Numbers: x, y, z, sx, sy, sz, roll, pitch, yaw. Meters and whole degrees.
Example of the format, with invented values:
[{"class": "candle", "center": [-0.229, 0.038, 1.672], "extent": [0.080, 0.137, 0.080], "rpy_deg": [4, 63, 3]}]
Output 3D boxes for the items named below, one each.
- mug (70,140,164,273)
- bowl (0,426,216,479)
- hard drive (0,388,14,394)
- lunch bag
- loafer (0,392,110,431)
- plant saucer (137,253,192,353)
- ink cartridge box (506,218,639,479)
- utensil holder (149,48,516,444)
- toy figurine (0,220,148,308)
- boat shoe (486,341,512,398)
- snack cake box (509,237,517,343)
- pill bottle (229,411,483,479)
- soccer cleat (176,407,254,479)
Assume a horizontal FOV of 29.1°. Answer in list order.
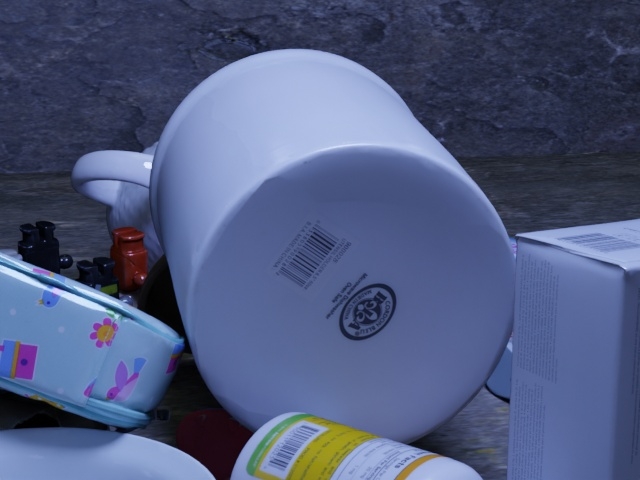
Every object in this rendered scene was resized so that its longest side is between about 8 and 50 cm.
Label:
[{"class": "mug", "center": [-0.201, -0.055, 1.872], "extent": [0.328, 0.276, 0.374], "rpy_deg": [0, -16, 45]}, {"class": "bowl", "center": [-0.221, 0.253, 0.911], "extent": [0.298, 0.134, 0.298], "rpy_deg": [0, 12, 0]}, {"class": "hard drive", "center": [-0.357, 0.167, 1.270], "extent": [0.255, 0.054, 0.172], "rpy_deg": [-10, -28, -28]}, {"class": "lunch bag", "center": [-0.257, 0.087, 1.116], "extent": [0.279, 0.108, 0.224], "rpy_deg": [22, -10, -4]}, {"class": "loafer", "center": [-0.276, 0.197, 1.171], "extent": [0.092, 0.102, 0.268], "rpy_deg": [26, 1, 24]}, {"class": "plant saucer", "center": [-0.097, 0.052, 1.562], "extent": [0.278, 0.278, 0.041], "rpy_deg": [-5, 52, -21]}, {"class": "ink cartridge box", "center": [0.297, 0.142, 1.012], "extent": [0.272, 0.309, 0.130], "rpy_deg": [-6, 14, -29]}, {"class": "utensil holder", "center": [0.000, 0.000, 1.260], "extent": [0.328, 0.327, 0.385], "rpy_deg": [-2, 20, -11]}, {"class": "toy figurine", "center": [-0.350, 0.072, 1.716], "extent": [0.213, 0.148, 0.209], "rpy_deg": [4, 19, 6]}, {"class": "boat shoe", "center": [0.268, 0.168, 1.478], "extent": [0.083, 0.065, 0.183], "rpy_deg": [8, 8, -25]}, {"class": "snack cake box", "center": [0.227, 0.073, 1.671], "extent": [0.089, 0.152, 0.264], "rpy_deg": [-5, 13, -32]}, {"class": "pill bottle", "center": [0.054, 0.232, 0.999], "extent": [0.246, 0.136, 0.136], "rpy_deg": [11, 17, 40]}, {"class": "soccer cleat", "center": [-0.024, 0.217, 1.225], "extent": [0.248, 0.083, 0.095], "rpy_deg": [6, -1, 22]}]
